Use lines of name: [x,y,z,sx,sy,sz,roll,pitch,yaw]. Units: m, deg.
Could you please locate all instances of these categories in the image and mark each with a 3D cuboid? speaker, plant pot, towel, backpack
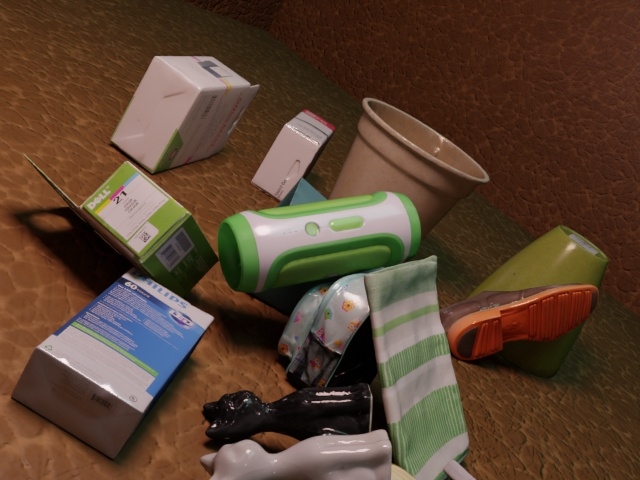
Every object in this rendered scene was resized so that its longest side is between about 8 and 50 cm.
speaker: [0.000,0.000,1.184,0.297,0.131,0.131,-10,39,-24]
plant pot: [0.161,-0.109,1.781,0.334,0.305,0.334,29,19,-11]
plant pot: [0.525,0.118,1.816,0.275,0.293,0.275,29,20,-11]
plant pot: [-0.003,0.047,1.367,0.234,0.165,0.165,37,28,-11]
towel: [0.148,0.194,1.133,0.038,0.324,0.248,-8,1,28]
backpack: [0.038,0.137,1.182,0.144,0.188,0.166,43,23,26]

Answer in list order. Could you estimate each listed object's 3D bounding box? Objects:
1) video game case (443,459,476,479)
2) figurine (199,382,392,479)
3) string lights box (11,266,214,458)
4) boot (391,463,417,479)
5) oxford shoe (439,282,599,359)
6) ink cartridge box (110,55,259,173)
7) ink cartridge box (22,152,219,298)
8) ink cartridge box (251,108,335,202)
video game case: [0.255,0.387,0.955,0.212,0.023,0.193,53,-9,-22]
figurine: [-0.036,0.239,0.904,0.210,0.092,0.215,3,12,-7]
string lights box: [-0.236,0.134,0.937,0.133,0.076,0.259,33,19,-1]
boot: [0.119,0.378,0.873,0.262,0.095,0.203,38,20,19]
oxford shoe: [0.419,0.141,1.651,0.364,0.130,0.132,-11,30,-15]
ink cartridge box: [-0.277,-0.279,1.660,0.119,0.207,0.353,36,19,5]
ink cartridge box: [-0.287,-0.044,1.130,0.255,0.097,0.189,39,-14,18]
ink cartridge box: [-0.061,-0.207,1.873,0.100,0.172,0.237,32,20,-1]
